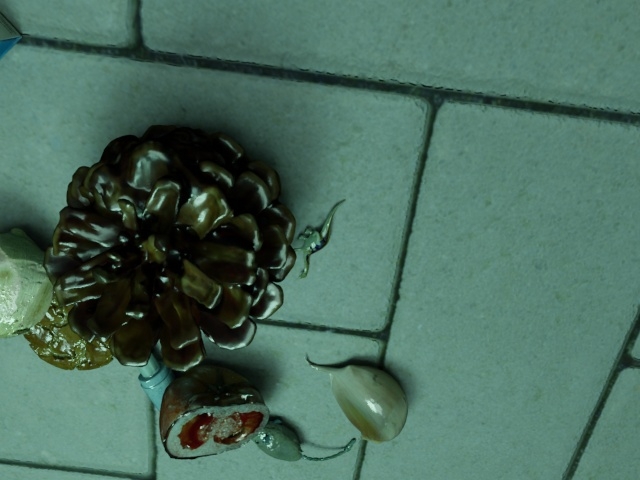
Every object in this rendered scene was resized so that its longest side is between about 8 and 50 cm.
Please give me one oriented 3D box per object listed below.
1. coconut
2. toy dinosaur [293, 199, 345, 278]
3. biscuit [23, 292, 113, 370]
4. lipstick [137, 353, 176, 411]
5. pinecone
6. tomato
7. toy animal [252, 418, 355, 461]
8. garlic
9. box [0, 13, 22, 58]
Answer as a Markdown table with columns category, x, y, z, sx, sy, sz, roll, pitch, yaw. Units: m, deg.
| category | x | y | z | sx | sy | sz | roll | pitch | yaw |
| --- | --- | --- | --- | --- | --- | --- | --- | --- | --- |
| coconut | -0.582 | 0.070 | 0.979 | 0.194 | 0.194 | 0.195 | 1 | 116 | 2 |
| toy dinosaur | -0.013 | -0.003 | 1.002 | 0.058 | 0.037 | 0.180 | 14 | 126 | -31 |
| biscuit | -0.511 | 0.183 | 1.106 | 0.225 | 0.042 | 0.226 | 0 | 115 | 1 |
| lipstick | -0.355 | 0.276 | 1.129 | 0.061 | 0.068 | 0.274 | 9 | 129 | 45 |
| pinecone | -0.232 | 0.022 | 0.842 | 0.397 | 0.398 | 0.398 | 1 | 116 | 2 |
| tomato | -0.232 | 0.336 | 1.106 | 0.213 | 0.155 | 0.181 | 8 | 118 | -34 |
| toy animal | -0.049 | 0.469 | 1.220 | 0.252 | 0.070 | 0.079 | 19 | 131 | -11 |
| garlic | 0.093 | 0.325 | 1.138 | 0.148 | 0.128 | 0.267 | -32 | 101 | 4 |
| box | -0.597 | -0.349 | 0.829 | 0.139 | 0.073 | 0.194 | -35 | 110 | 17 |
